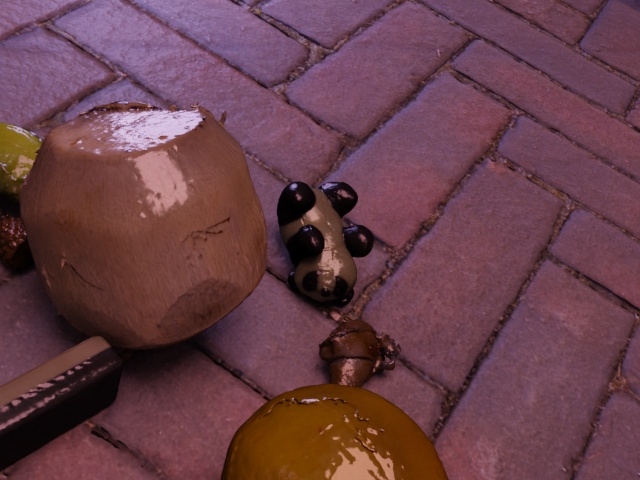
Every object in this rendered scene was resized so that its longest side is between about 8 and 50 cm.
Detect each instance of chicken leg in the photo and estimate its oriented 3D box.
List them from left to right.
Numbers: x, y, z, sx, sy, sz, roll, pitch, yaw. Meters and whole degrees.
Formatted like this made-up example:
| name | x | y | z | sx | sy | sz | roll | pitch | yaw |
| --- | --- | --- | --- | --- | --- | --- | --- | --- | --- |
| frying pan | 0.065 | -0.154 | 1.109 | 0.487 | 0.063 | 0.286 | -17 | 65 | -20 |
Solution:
| name | x | y | z | sx | sy | sz | roll | pitch | yaw |
| --- | --- | --- | --- | --- | --- | --- | --- | --- | --- |
| chicken leg | 0.047 | 0.201 | 1.368 | 0.125 | 0.080 | 0.196 | 40 | 45 | -1 |

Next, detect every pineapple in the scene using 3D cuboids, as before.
| name | x | y | z | sx | sy | sz | roll | pitch | yaw |
| --- | --- | --- | --- | --- | --- | --- | --- | --- | --- |
| pineapple | -0.508 | -0.024 | 1.360 | 0.159 | 0.074 | 0.074 | 36 | 44 | 23 |

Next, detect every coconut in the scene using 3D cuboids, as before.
| name | x | y | z | sx | sy | sz | roll | pitch | yaw |
| --- | --- | --- | --- | --- | --- | --- | --- | --- | --- |
| coconut | -0.253 | -0.008 | 1.271 | 0.346 | 0.360 | 0.346 | -6 | 28 | 3 |

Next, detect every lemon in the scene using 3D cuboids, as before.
| name | x | y | z | sx | sy | sz | roll | pitch | yaw |
| --- | --- | --- | --- | --- | --- | --- | --- | --- | --- |
| lemon | 0.020 | 0.326 | 1.083 | 0.297 | 0.297 | 0.297 | 12 | 45 | -12 |

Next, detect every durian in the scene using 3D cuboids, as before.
| name | x | y | z | sx | sy | sz | roll | pitch | yaw |
| --- | --- | --- | --- | --- | --- | --- | --- | --- | --- |
| durian | -0.515 | -0.122 | 1.424 | 0.250 | 0.101 | 0.139 | 27 | 44 | 0 |

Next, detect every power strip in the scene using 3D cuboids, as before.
| name | x | y | z | sx | sy | sz | roll | pitch | yaw |
| --- | --- | --- | --- | --- | --- | --- | --- | --- | --- |
| power strip | -0.384 | 0.225 | 1.139 | 0.070 | 0.105 | 0.256 | 42 | 46 | 20 |

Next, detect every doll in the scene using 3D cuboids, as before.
| name | x | y | z | sx | sy | sz | roll | pitch | yaw |
| --- | --- | --- | --- | --- | --- | --- | --- | --- | --- |
| doll | 0.001 | -0.001 | 1.504 | 0.143 | 0.135 | 0.234 | 0 | 52 | -30 |

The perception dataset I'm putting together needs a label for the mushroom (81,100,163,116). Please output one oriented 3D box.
| name | x | y | z | sx | sy | sz | roll | pitch | yaw |
| --- | --- | --- | --- | --- | --- | --- | --- | --- | --- |
| mushroom | -0.350 | -0.175 | 1.517 | 0.231 | 0.138 | 0.194 | -19 | 57 | -36 |
